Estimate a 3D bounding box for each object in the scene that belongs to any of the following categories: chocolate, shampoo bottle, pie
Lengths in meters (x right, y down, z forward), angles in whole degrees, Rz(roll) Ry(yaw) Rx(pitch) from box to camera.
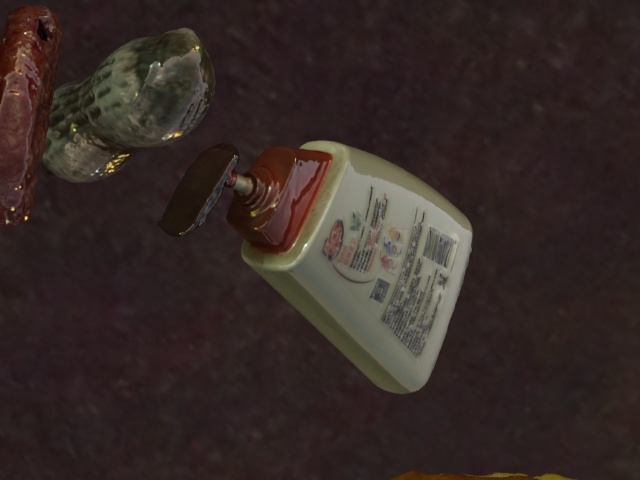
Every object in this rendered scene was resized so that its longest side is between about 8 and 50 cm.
[{"bbox_3d":[-0.190,-0.123,1.444,0.110,0.110,0.248,0,163,-39],"label":"chocolate"},{"bbox_3d":[0.000,0.000,1.071,0.284,0.071,0.153,29,77,-46],"label":"shampoo bottle"},{"bbox_3d":[-0.191,-0.080,0.957,0.036,0.154,0.154,9,119,-6],"label":"pie"}]

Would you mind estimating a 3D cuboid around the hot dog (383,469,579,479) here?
[{"bbox_3d":[0.098,0.158,0.373,0.123,0.261,0.093,-35,144,6],"label":"hot dog"}]
